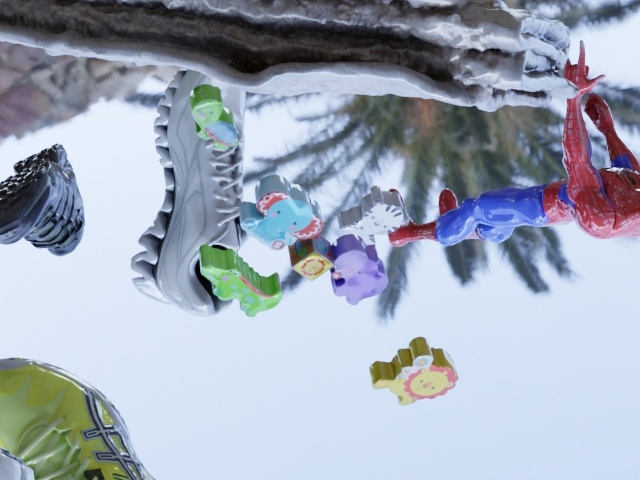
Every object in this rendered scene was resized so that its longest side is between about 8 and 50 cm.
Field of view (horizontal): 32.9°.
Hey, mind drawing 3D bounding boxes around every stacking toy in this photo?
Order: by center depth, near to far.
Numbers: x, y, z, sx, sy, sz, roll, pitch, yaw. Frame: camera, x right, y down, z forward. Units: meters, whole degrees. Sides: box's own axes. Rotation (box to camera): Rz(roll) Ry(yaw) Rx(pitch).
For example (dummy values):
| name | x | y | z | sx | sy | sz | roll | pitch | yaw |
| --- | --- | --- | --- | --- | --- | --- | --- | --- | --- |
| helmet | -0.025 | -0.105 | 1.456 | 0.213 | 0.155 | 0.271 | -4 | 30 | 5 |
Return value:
| name | x | y | z | sx | sy | sz | roll | pitch | yaw |
| --- | --- | --- | --- | --- | --- | --- | --- | --- | --- |
| stacking toy | 0.000 | 0.000 | 0.731 | 0.052 | 0.221 | 0.167 | -36 | -138 | 23 |

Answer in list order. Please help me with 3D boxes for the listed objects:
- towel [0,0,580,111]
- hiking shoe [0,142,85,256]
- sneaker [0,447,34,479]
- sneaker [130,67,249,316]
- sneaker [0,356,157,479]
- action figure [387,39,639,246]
| name | x | y | z | sx | sy | sz | roll | pitch | yaw |
| --- | --- | --- | --- | --- | --- | --- | --- | --- | --- |
| towel | -0.032 | -0.096 | 0.488 | 0.282 | 0.049 | 0.187 | 12 | -170 | 20 |
| hiking shoe | -0.304 | -0.031 | 1.214 | 0.086 | 0.114 | 0.227 | -25 | -161 | 10 |
| sneaker | -0.287 | 0.181 | 0.463 | 0.330 | 0.130 | 0.147 | -12 | -117 | 4 |
| sneaker | -0.116 | -0.057 | 1.152 | 0.110 | 0.292 | 0.118 | -5 | -157 | -42 |
| sneaker | -0.265 | 0.284 | 1.272 | 0.145 | 0.384 | 0.147 | -46 | -174 | -5 |
| action figure | 0.157 | -0.062 | 0.789 | 0.091 | 0.139 | 0.280 | -4 | -177 | -34 |
